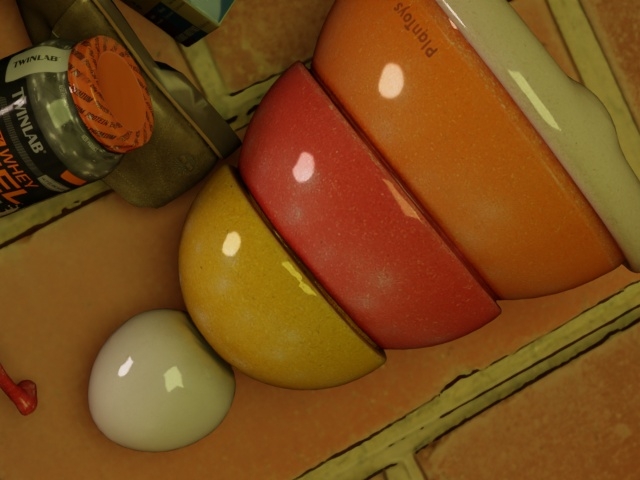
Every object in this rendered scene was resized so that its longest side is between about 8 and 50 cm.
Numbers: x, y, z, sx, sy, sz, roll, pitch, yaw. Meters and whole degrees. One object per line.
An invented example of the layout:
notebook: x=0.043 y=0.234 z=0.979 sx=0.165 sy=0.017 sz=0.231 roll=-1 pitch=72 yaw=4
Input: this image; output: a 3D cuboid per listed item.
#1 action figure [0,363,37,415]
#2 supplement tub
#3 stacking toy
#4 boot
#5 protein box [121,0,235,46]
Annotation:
action figure: x=-0.345 y=0.029 z=1.278 sx=0.091 sy=0.139 sz=0.280 roll=-35 pitch=122 yaw=-6
supplement tub: x=-0.234 y=-0.086 z=1.248 sx=0.190 sy=0.117 sz=0.117 roll=-20 pitch=96 yaw=22
stacking toy: x=0.000 y=0.000 z=1.309 sx=0.480 sy=0.350 sz=0.350 roll=-37 pitch=99 yaw=6
boot: x=-0.206 y=-0.154 z=1.313 sx=0.115 sy=0.112 sz=0.305 roll=-42 pitch=102 yaw=-2
protein box: x=-0.123 y=-0.305 z=1.317 sx=0.200 sy=0.136 sz=0.201 roll=35 pitch=80 yaw=-13
